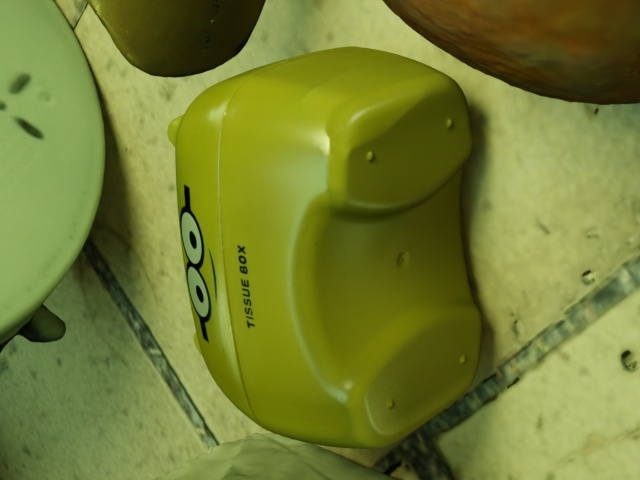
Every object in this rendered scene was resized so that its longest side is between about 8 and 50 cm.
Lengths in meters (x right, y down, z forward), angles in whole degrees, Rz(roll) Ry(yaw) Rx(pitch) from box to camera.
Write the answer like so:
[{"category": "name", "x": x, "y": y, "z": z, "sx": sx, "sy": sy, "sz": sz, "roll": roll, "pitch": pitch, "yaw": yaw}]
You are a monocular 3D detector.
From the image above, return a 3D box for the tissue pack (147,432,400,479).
[{"category": "tissue pack", "x": 0.013, "y": 0.327, "z": 0.727, "sx": 0.297, "sy": 0.207, "sz": 0.380, "roll": 13, "pitch": 116, "yaw": 44}]

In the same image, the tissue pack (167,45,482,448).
[{"category": "tissue pack", "x": 0.000, "y": 0.000, "z": 0.656, "sx": 0.127, "sy": 0.123, "sz": 0.178, "roll": 16, "pitch": 119, "yaw": 43}]

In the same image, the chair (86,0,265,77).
[{"category": "chair", "x": -0.063, "y": -0.216, "z": 0.601, "sx": 0.172, "sy": 0.158, "sz": 0.247, "roll": 49, "pitch": 135, "yaw": 17}]

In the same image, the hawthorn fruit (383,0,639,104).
[{"category": "hawthorn fruit", "x": 0.073, "y": -0.147, "z": 0.480, "sx": 0.251, "sy": 0.199, "sz": 0.199, "roll": 8, "pitch": 114, "yaw": 60}]

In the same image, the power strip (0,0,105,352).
[{"category": "power strip", "x": -0.302, "y": -0.044, "z": 0.810, "sx": 0.161, "sy": 0.357, "sz": 0.357, "roll": -38, "pitch": 79, "yaw": 50}]
